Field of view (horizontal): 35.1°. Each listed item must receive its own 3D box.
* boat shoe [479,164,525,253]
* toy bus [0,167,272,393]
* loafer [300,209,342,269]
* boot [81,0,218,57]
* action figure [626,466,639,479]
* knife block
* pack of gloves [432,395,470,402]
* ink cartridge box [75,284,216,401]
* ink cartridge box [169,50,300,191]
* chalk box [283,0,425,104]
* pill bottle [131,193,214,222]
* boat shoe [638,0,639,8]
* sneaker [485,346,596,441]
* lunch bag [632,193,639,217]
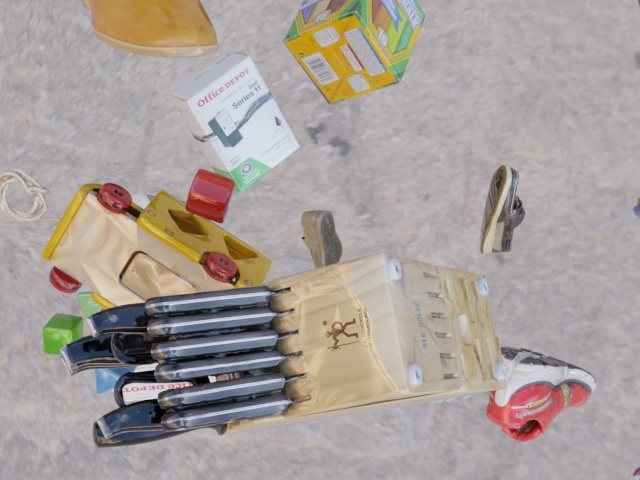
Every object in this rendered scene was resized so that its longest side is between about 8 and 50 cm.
[{"bbox_3d":[0.240,-0.039,1.309,0.049,0.152,0.056,4,53,-1],"label":"boat shoe"},{"bbox_3d":[-0.141,0.011,0.846,0.190,0.104,0.202,-8,110,11],"label":"toy bus"},{"bbox_3d":[0.000,0.000,1.698,0.056,0.050,0.148,-44,145,-33],"label":"loafer"},{"bbox_3d":[-0.175,-0.308,0.982,0.104,0.295,0.211,-6,118,-29],"label":"boot"},{"bbox_3d":[0.442,0.267,1.103,0.370,0.276,0.248,1,70,-20],"label":"action figure"},{"bbox_3d":[-0.027,0.082,0.696,0.275,0.242,0.088,12,66,-61],"label":"knife block"},{"bbox_3d":[0.209,0.206,1.529,0.195,0.232,0.046,2,70,-38],"label":"pack of gloves"},{"bbox_3d":[-0.280,0.141,1.738,0.201,0.117,0.278,-5,133,3],"label":"ink cartridge box"},{"bbox_3d":[-0.156,-0.219,1.854,0.153,0.087,0.208,-40,120,-16],"label":"ink cartridge box"},{"bbox_3d":[0.081,-0.443,2.006,0.180,0.179,0.289,50,44,-32],"label":"chalk box"},{"bbox_3d":[-0.204,-0.024,1.373,0.116,0.065,0.065,10,88,-42],"label":"pill bottle"},{"bbox_3d":[0.261,-0.232,0.584,0.110,0.307,0.105,18,69,12],"label":"boat shoe"},{"bbox_3d":[0.284,0.211,1.358,0.279,0.107,0.118,18,90,-57],"label":"sneaker"},{"bbox_3d":[0.642,-0.028,1.545,0.303,0.243,0.115,19,94,-12],"label":"lunch bag"}]
